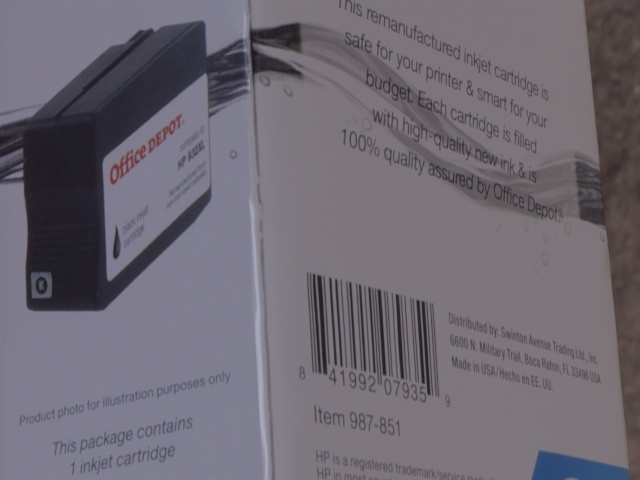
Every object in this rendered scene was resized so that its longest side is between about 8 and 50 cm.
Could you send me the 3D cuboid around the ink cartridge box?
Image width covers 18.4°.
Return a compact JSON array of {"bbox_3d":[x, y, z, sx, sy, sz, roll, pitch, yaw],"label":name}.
[{"bbox_3d":[0.000,0.000,0.720,0.129,0.307,0.223,-15,161,36],"label":"ink cartridge box"}]
